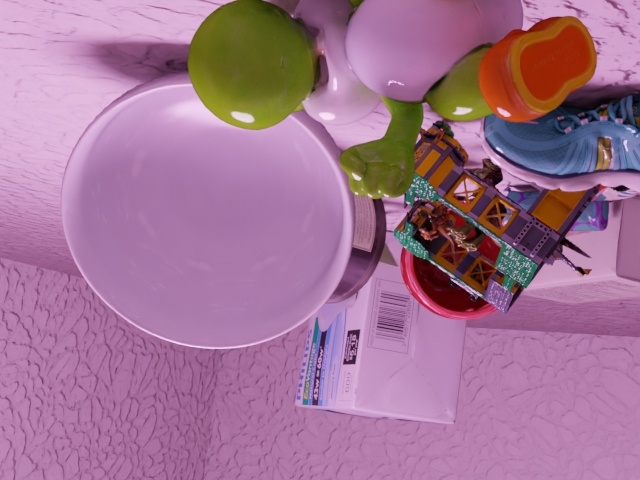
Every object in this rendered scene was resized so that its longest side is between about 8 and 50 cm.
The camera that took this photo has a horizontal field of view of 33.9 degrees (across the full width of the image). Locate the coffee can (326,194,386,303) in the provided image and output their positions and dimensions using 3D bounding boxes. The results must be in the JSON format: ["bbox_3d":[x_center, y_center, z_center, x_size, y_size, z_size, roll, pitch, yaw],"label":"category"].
[{"bbox_3d":[-0.071,-0.032,1.503,0.275,0.201,0.201,16,166,-42],"label":"coffee can"}]

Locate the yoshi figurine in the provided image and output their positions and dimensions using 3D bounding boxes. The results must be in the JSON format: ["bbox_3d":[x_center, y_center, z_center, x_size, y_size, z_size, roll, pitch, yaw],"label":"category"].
[{"bbox_3d":[0.021,-0.151,0.845,0.203,0.203,0.362,32,160,-31],"label":"yoshi figurine"}]

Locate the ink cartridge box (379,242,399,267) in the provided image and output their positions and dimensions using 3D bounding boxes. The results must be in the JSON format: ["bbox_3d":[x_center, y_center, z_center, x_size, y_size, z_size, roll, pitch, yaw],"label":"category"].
[{"bbox_3d":[0.000,0.000,1.772,0.235,0.056,0.171,18,-160,-18],"label":"ink cartridge box"}]

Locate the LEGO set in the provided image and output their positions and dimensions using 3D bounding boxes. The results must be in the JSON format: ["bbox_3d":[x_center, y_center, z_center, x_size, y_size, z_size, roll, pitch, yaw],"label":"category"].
[{"bbox_3d":[0.233,-0.060,1.347,0.255,0.192,0.331,34,165,21],"label":"LEGO set"}]

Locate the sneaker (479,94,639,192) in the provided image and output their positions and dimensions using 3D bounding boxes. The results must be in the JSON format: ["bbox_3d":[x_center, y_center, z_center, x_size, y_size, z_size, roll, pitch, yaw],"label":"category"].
[{"bbox_3d":[0.307,-0.119,1.124,0.275,0.107,0.110,3,151,-6],"label":"sneaker"}]

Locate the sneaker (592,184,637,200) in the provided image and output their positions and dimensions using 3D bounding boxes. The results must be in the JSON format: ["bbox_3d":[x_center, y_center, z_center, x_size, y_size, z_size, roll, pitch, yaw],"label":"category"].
[{"bbox_3d":[0.393,-0.085,1.337,0.075,0.057,0.161,-8,173,-16],"label":"sneaker"}]

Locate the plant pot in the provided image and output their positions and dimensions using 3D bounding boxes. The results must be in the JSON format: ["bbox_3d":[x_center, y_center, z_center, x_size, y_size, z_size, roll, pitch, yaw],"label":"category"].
[{"bbox_3d":[0.220,0.036,1.735,0.191,0.191,0.174,8,175,-5],"label":"plant pot"}]

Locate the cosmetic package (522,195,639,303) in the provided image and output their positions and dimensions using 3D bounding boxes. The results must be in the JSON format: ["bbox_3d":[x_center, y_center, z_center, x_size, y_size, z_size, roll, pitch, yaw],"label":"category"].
[{"bbox_3d":[0.437,0.021,1.663,0.153,0.129,0.296,12,169,-23],"label":"cosmetic package"}]

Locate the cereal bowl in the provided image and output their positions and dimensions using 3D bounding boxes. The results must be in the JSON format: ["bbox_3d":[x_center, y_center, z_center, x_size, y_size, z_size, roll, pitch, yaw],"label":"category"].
[{"bbox_3d":[-0.123,-0.047,1.248,0.339,0.339,0.141,6,-156,5],"label":"cereal bowl"}]

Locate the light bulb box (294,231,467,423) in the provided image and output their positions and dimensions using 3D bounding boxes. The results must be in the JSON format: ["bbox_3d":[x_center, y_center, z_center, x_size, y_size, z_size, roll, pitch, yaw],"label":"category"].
[{"bbox_3d":[0.126,0.189,2.180,0.225,0.358,0.361,12,168,-18],"label":"light bulb box"}]

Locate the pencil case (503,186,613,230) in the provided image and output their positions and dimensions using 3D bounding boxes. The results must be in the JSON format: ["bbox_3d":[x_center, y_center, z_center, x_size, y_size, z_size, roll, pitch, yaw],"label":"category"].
[{"bbox_3d":[0.344,-0.045,1.535,0.152,0.064,0.070,1,-153,28],"label":"pencil case"}]
